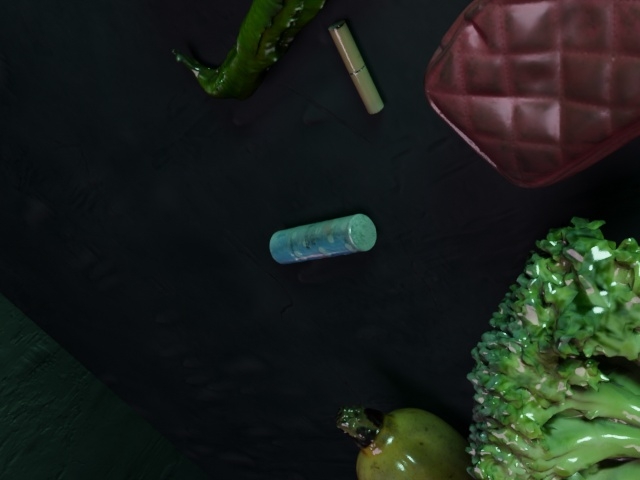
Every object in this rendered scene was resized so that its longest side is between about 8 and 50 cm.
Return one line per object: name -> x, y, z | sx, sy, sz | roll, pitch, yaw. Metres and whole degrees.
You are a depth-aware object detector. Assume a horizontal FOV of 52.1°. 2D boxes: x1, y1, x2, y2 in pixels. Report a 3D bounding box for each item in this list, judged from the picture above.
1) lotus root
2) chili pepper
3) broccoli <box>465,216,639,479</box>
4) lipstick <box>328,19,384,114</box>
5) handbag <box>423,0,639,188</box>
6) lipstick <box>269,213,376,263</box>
lotus root -> 0.142, 0.352, 1.013 | 0.310, 0.183, 0.182 | 48, 145, -15
chili pepper -> -0.047, -0.214, 0.613 | 0.084, 0.077, 0.359 | 24, 153, -27
broccoli -> 0.317, 0.195, 0.597 | 0.396, 0.275, 0.353 | 29, 179, 13
lipstick -> 0.035, -0.166, 0.633 | 0.019, 0.019, 0.094 | 1, 132, 42
handbag -> 0.179, -0.145, 0.427 | 0.146, 0.135, 0.225 | 39, 151, -4
lipstick -> 0.000, 0.000, 0.839 | 0.157, 0.048, 0.048 | -10, 124, 48
